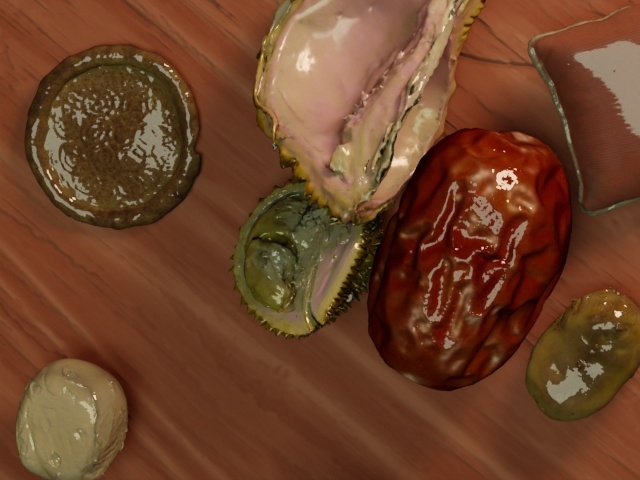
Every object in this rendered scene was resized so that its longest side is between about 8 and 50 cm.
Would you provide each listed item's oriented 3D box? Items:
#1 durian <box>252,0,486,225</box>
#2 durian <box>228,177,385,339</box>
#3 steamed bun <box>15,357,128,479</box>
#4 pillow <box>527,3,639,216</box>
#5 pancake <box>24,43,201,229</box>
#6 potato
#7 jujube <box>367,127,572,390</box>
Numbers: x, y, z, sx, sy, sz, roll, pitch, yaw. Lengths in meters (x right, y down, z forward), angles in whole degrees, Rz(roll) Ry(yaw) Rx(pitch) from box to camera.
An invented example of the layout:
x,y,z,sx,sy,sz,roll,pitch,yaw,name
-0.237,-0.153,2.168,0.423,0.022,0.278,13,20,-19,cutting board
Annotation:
x,y,z,sx,sy,sz,roll,pitch,yaw,name
0.034,-0.166,1.785,0.195,0.185,0.305,23,85,18,durian
0.000,0.000,1.867,0.146,0.102,0.208,34,84,26,durian
-0.255,0.182,1.976,0.112,0.091,0.130,16,108,17,steamed bun
0.295,-0.128,1.752,0.171,0.075,0.179,-17,99,14,pillow
-0.209,-0.103,1.940,0.199,0.021,0.199,4,103,15,pancake
0.253,0.107,1.816,0.091,0.070,0.138,40,111,4,potato
0.139,0.016,1.779,0.174,0.174,0.250,23,101,11,jujube
